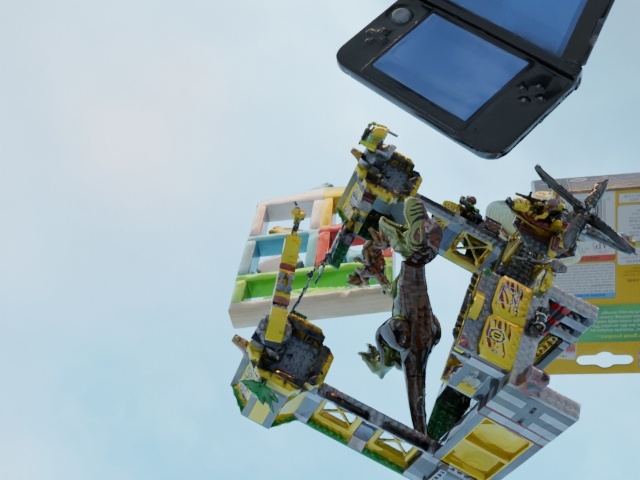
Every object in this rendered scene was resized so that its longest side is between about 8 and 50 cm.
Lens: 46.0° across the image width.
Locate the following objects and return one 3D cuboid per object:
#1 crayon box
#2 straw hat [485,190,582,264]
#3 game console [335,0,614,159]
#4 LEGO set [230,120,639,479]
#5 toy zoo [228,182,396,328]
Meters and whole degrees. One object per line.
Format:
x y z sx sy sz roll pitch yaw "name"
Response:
0.452 0.058 1.217 0.203 0.323 0.083 -3 -158 13 "crayon box"
0.287 -0.031 0.984 0.144 0.144 0.061 31 -107 16 "straw hat"
0.186 -0.288 0.948 0.250 0.173 0.293 -42 -122 -16 "game console"
0.094 0.023 0.577 0.255 0.192 0.331 34 -131 7 "LEGO set"
0.000 0.000 0.961 0.192 0.030 0.293 -7 -148 10 "toy zoo"
